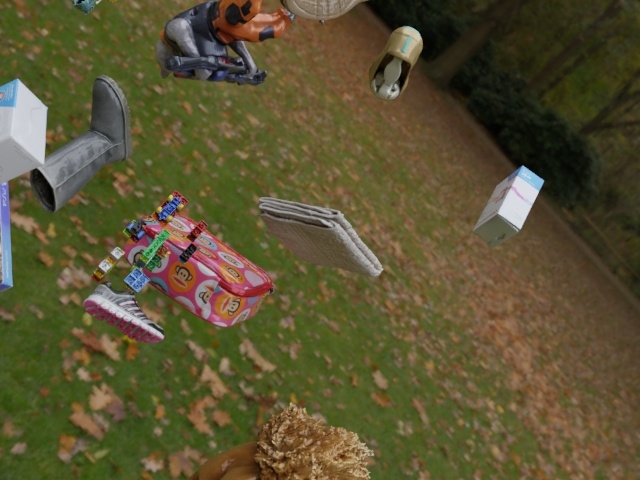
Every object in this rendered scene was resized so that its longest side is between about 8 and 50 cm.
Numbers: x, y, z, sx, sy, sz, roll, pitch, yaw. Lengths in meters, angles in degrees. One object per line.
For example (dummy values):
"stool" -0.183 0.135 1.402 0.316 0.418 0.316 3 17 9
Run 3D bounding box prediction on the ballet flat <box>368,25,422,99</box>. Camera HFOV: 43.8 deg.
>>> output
"ballet flat" 0.127 -0.309 1.480 0.080 0.073 0.232 22 -21 2

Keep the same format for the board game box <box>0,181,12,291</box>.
"board game box" -0.688 -0.041 1.369 0.291 0.141 0.232 42 33 -63

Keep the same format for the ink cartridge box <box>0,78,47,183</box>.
"ink cartridge box" -0.437 -0.115 1.000 0.061 0.181 0.104 52 21 -50

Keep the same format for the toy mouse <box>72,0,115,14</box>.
"toy mouse" -0.406 -0.457 1.467 0.031 0.143 0.161 55 48 -36

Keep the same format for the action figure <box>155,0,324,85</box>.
"action figure" -0.168 -0.406 1.536 0.178 0.330 0.341 69 15 2

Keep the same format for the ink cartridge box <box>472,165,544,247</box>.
"ink cartridge box" 0.328 -0.058 1.394 0.052 0.088 0.122 35 60 -5

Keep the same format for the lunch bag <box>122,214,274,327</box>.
"lunch bag" -0.250 0.059 1.702 0.293 0.120 0.258 35 12 12

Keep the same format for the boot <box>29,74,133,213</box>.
"boot" -0.432 -0.174 1.420 0.076 0.189 0.208 19 41 34

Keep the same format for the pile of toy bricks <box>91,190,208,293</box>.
"pile of toy bricks" -0.302 0.021 1.415 0.118 0.105 0.212 42 61 -6

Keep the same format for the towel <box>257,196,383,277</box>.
"towel" 0.000 0.000 1.574 0.187 0.049 0.282 13 -17 28

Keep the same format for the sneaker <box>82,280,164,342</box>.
"sneaker" -0.368 0.135 1.530 0.170 0.063 0.074 34 47 -22

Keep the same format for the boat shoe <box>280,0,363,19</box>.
"boat shoe" 0.025 -0.484 1.487 0.092 0.285 0.103 28 -44 40

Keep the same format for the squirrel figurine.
"squirrel figurine" -0.097 0.478 1.454 0.281 0.397 0.370 39 -8 2
